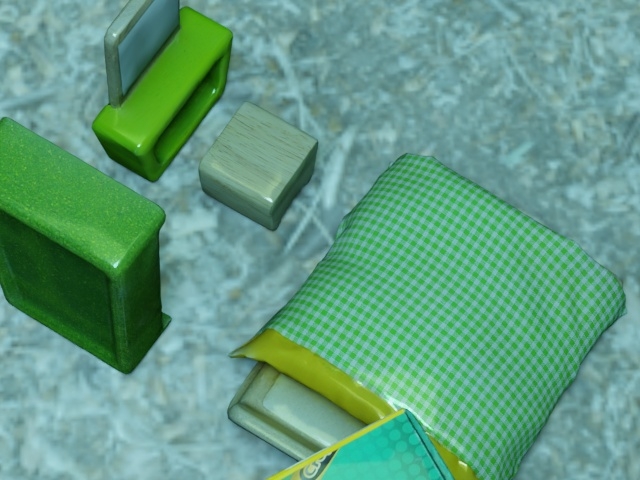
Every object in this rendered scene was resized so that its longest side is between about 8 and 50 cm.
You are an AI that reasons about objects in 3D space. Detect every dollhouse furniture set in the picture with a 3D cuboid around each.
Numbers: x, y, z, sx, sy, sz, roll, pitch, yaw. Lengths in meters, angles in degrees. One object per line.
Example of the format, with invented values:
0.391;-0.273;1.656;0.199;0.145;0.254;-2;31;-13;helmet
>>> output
0.000;0.000;0.991;0.301;0.151;0.197;30;67;12;dollhouse furniture set

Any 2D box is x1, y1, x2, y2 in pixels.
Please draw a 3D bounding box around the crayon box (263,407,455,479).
-0.058;0.193;0.849;0.278;0.165;0.081;-28;68;-5;crayon box
